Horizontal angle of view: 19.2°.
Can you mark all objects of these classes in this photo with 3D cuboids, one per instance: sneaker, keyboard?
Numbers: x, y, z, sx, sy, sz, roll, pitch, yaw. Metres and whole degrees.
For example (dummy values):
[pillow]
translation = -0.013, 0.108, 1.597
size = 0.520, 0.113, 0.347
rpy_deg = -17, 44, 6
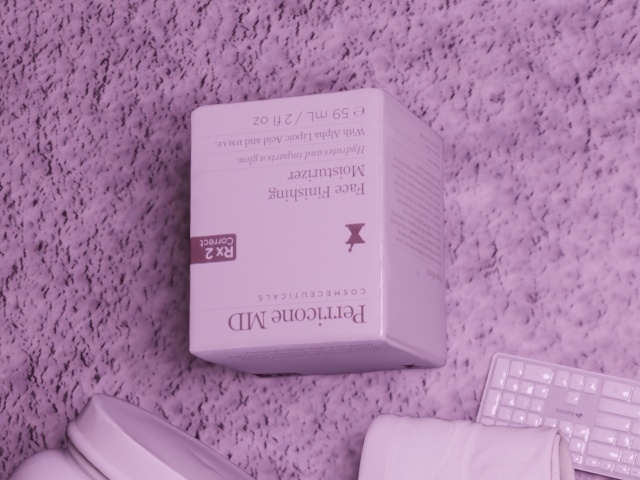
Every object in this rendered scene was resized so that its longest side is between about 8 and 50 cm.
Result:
[sneaker]
translation = 0.109, 0.267, 1.316
size = 0.169, 0.108, 0.292
rpy_deg = -1, 78, 22
[keyboard]
translation = 0.236, 0.139, 1.349
size = 0.256, 0.014, 0.072
rpy_deg = 11, 82, 21

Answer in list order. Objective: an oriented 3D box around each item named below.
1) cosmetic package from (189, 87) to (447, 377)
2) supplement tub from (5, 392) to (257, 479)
[cosmetic package]
translation = 0.000, 0.000, 1.390
size = 0.151, 0.151, 0.183
rpy_deg = -5, 77, 20
[supplement tub]
translation = -0.167, 0.290, 1.346
size = 0.228, 0.228, 0.316
rpy_deg = 34, 91, 23
